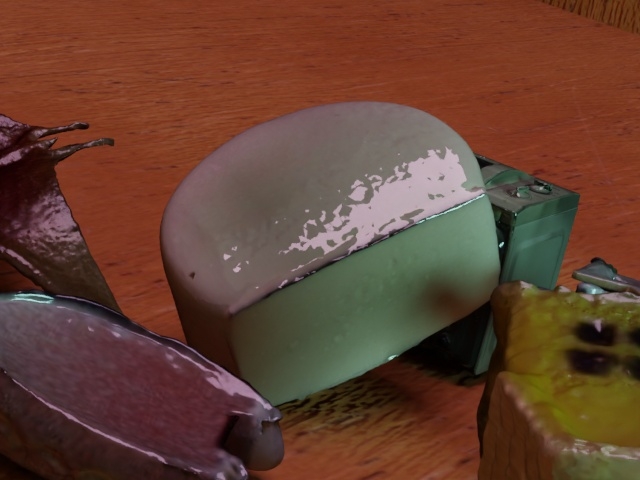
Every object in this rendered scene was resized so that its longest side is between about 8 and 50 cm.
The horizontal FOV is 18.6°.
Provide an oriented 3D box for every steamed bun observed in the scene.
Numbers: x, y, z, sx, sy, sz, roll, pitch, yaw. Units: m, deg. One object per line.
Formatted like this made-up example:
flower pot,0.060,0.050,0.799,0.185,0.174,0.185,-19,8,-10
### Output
steamed bun,0.000,0.000,1.430,0.242,0.146,0.164,-26,47,-14

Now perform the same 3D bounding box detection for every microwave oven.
microwave oven,0.082,0.001,1.594,0.205,0.163,0.129,23,19,30

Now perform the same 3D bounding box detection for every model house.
model house,0.155,0.154,1.119,0.175,0.193,0.234,11,24,13

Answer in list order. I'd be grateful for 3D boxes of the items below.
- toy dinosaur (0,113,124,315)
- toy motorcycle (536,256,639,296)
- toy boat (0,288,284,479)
toy dinosaur,-0.254,-0.024,1.580,0.327,0.113,0.206,12,40,32
toy motorcycle,0.234,0.070,1.397,0.130,0.094,0.229,16,1,25
toy boat,-0.140,0.117,1.255,0.227,0.085,0.155,26,27,3
